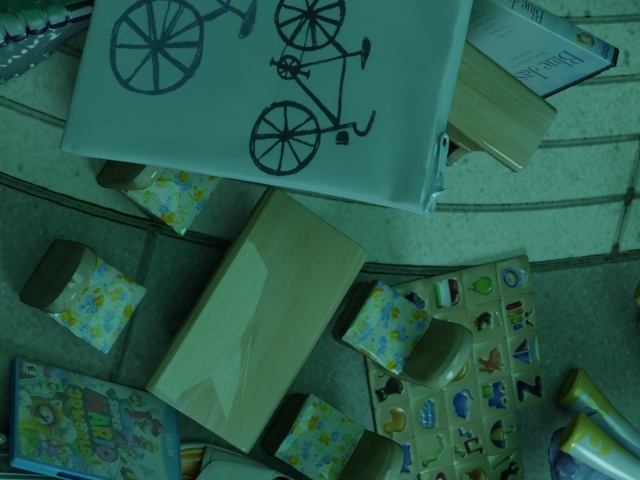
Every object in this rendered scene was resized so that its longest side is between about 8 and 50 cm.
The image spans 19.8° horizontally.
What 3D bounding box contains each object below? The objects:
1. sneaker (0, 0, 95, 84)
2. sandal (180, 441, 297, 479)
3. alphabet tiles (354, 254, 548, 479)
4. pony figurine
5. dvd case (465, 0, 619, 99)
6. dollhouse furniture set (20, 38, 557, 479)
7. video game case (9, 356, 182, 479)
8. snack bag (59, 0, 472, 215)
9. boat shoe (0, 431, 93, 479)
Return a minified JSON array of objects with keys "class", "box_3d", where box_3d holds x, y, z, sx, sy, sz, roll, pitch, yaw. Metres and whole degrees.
[{"class":"sneaker","box_3d":[-0.294,-0.164,1.640,0.223,0.083,0.098,-16,121,-16]},{"class":"sandal","box_3d":[-0.051,0.259,1.724,0.265,0.076,0.102,16,84,1]},{"class":"alphabet tiles","box_3d":[0.142,0.149,1.873,0.198,0.009,0.237,-12,99,-22]},{"class":"pony figurine","box_3d":[0.415,0.248,1.879,0.363,0.303,0.351,32,73,-7]},{"class":"dvd case","box_3d":[0.133,-0.200,1.747,0.253,0.180,0.022,24,67,-23]},{"class":"dollhouse furniture set","box_3d":[0.000,0.000,1.661,0.362,0.256,0.394,35,80,-19]},{"class":"video game case","box_3d":[-0.205,0.175,1.680,0.166,0.119,0.015,18,130,-25]},{"class":"snack bag","box_3d":[-0.029,-0.201,1.548,0.342,0.037,0.323,10,80,14]},{"class":"boat shoe","box_3d":[-0.330,0.208,1.634,0.301,0.102,0.108,7,134,-25]}]
